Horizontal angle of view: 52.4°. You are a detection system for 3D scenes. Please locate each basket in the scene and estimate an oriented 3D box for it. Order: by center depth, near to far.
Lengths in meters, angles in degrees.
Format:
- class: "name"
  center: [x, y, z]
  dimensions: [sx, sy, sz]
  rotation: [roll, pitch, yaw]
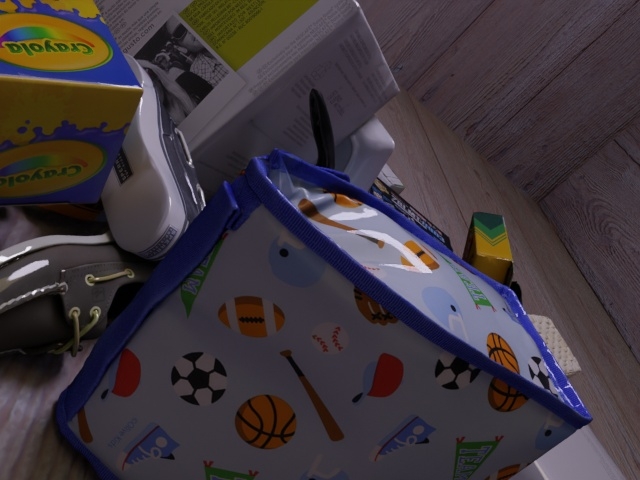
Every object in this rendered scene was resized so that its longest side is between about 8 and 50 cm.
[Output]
- class: "basket"
  center: [0.305, 0.178, 0.983]
  dimensions: [0.167, 0.103, 0.113]
  rotation: [12, 45, -53]

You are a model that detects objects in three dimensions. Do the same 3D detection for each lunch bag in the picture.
- class: "lunch bag"
  center: [-0.006, 0.124, 0.637]
  dimensions: [0.385, 0.328, 0.239]
  rotation: [29, 24, -30]

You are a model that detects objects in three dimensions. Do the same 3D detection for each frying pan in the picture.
- class: "frying pan"
  center: [0.026, -0.034, 0.861]
  dimensions: [0.197, 0.053, 0.326]
  rotation: [53, -13, 15]

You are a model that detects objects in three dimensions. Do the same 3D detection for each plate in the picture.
- class: "plate"
  center: [-0.001, -0.165, 1.213]
  dimensions: [0.045, 0.277, 0.278]
  rotation: [-5, 51, -34]

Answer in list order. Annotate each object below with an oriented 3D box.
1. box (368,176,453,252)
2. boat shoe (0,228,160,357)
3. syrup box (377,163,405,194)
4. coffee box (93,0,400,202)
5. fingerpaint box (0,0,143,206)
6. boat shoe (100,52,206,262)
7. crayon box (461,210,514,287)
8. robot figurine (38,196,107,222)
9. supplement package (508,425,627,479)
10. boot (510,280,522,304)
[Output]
- class: "box"
  center: [0.184, 0.016, 1.381]
  dimensions: [0.295, 0.073, 0.293]
  rotation: [37, 25, -25]
- class: "boat shoe"
  center: [-0.239, 0.057, 0.636]
  dimensions: [0.091, 0.109, 0.305]
  rotation: [43, 19, 7]
- class: "syrup box"
  center: [0.091, -0.189, 1.596]
  dimensions: [0.237, 0.096, 0.093]
  rotation: [53, 23, 18]
- class: "coffee box"
  center: [-0.133, -0.283, 0.987]
  dimensions: [0.334, 0.338, 0.337]
  rotation: [52, 8, 14]
- class: "fingerpaint box"
  center: [-0.434, -0.205, 0.541]
  dimensions: [0.445, 0.163, 0.371]
  rotation: [-6, 54, -43]
- class: "boat shoe"
  center: [-0.198, -0.094, 0.757]
  dimensions: [0.102, 0.108, 0.301]
  rotation: [36, 21, -54]
- class: "crayon box"
  center: [0.367, 0.081, 1.474]
  dimensions: [0.081, 0.202, 0.318]
  rotation: [11, 23, 6]
- class: "robot figurine"
  center: [-0.339, -0.112, 0.777]
  dimensions: [0.291, 0.085, 0.211]
  rotation: [22, 32, -44]
- class: "supplement package"
  center: [0.302, 0.355, 0.958]
  dimensions: [0.293, 0.177, 0.175]
  rotation: [16, 37, -50]
- class: "boot"
  center: [0.421, 0.189, 1.438]
  dimensions: [0.137, 0.077, 0.197]
  rotation: [51, 31, -75]
